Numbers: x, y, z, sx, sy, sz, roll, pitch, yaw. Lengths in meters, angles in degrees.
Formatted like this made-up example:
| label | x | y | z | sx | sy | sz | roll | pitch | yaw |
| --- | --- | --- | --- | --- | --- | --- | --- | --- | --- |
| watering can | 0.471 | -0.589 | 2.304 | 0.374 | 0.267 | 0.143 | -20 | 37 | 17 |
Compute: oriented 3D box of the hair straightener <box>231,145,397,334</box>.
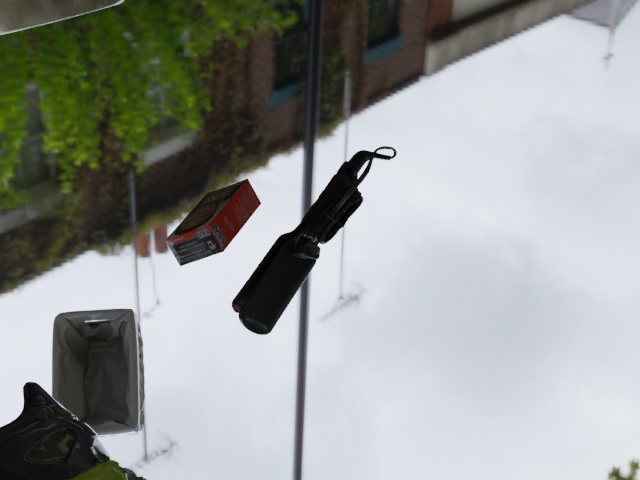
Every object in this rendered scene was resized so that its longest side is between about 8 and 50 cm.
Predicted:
| label | x | y | z | sx | sy | sz | roll | pitch | yaw |
| --- | --- | --- | --- | --- | --- | --- | --- | --- | --- |
| hair straightener | 0.000 | 0.000 | 1.046 | 0.047 | 0.230 | 0.089 | 39 | -176 | -20 |

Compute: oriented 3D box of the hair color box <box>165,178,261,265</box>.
| label | x | y | z | sx | sy | sz | roll | pitch | yaw |
| --- | --- | --- | --- | --- | --- | --- | --- | --- | --- |
| hair color box | -0.138 | -0.025 | 1.396 | 0.072 | 0.043 | 0.141 | -19 | -159 | 26 |

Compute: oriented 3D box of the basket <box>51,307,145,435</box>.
| label | x | y | z | sx | sy | sz | roll | pitch | yaw |
| --- | --- | --- | --- | --- | --- | --- | --- | --- | --- |
| basket | -0.296 | 0.185 | 1.450 | 0.113 | 0.103 | 0.167 | -4 | -105 | 0 |

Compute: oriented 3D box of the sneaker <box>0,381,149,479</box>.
| label | x | y | z | sx | sy | sz | roll | pitch | yaw |
| --- | --- | --- | --- | --- | --- | --- | --- | --- | --- |
| sneaker | -0.236 | 0.179 | 0.572 | 0.300 | 0.111 | 0.121 | -23 | -120 | -39 |

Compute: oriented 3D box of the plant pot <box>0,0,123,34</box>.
| label | x | y | z | sx | sy | sz | roll | pitch | yaw |
| --- | --- | --- | --- | --- | --- | --- | --- | --- | --- |
| plant pot | -0.249 | -0.305 | 0.827 | 0.256 | 0.274 | 0.256 | -13 | -164 | 4 |
